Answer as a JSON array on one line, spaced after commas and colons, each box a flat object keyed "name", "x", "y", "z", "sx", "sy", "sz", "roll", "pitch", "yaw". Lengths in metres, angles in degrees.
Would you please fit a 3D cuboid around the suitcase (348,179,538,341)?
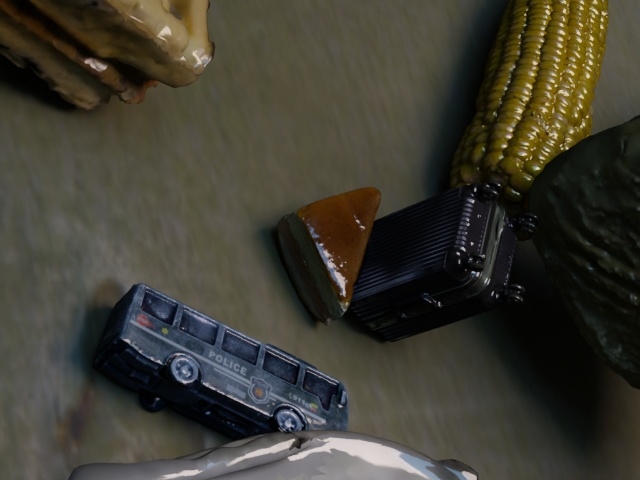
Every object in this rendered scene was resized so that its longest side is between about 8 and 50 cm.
[{"name": "suitcase", "x": 0.079, "y": 0.016, "z": 1.127, "sx": 0.059, "sy": 0.126, "sz": 0.086, "roll": 41, "pitch": 48, "yaw": -28}]

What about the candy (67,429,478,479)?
[{"name": "candy", "x": -0.044, "y": 0.293, "z": 0.850, "sx": 0.426, "sy": 0.186, "sz": 0.386, "roll": 0, "pitch": 56, "yaw": -30}]

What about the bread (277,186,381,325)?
[{"name": "bread", "x": 0.000, "y": 0.000, "z": 1.135, "sx": 0.062, "sy": 0.043, "sz": 0.109, "roll": 28, "pitch": 54, "yaw": -21}]

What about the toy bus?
[{"name": "toy bus", "x": -0.060, "y": 0.088, "z": 1.045, "sx": 0.166, "sy": 0.047, "sz": 0.065, "roll": 28, "pitch": 49, "yaw": -18}]

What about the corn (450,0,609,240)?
[{"name": "corn", "x": 0.172, "y": -0.120, "z": 1.286, "sx": 0.101, "sy": 0.101, "sz": 0.292, "roll": 34, "pitch": 48, "yaw": -14}]

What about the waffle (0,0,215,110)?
[{"name": "waffle", "x": -0.169, "y": -0.298, "z": 1.085, "sx": 0.261, "sy": 0.114, "sz": 0.376, "roll": 37, "pitch": 44, "yaw": -46}]

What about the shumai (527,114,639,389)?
[{"name": "shumai", "x": 0.291, "y": -0.008, "z": 1.140, "sx": 0.222, "sy": 0.260, "sz": 0.225, "roll": -37, "pitch": 123, "yaw": -47}]
